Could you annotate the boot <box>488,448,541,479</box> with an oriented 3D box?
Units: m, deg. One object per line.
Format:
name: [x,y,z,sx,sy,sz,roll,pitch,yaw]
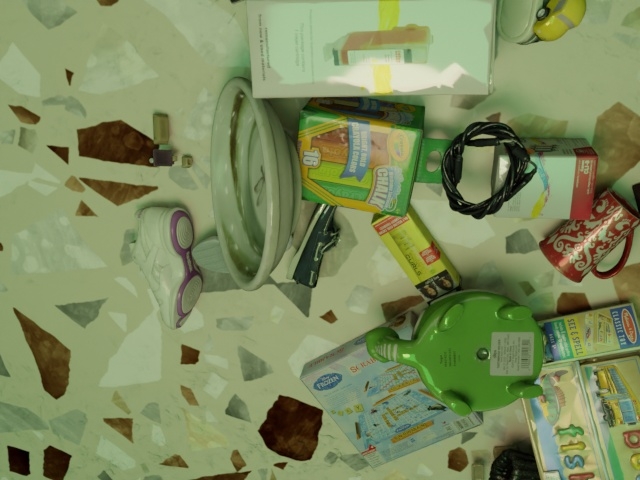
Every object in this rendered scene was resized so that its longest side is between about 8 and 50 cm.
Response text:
boot: [0.550,0.500,1.458,0.260,0.131,0.348,17,105,0]

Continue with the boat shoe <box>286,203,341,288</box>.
boat shoe: [0.000,0.000,1.383,0.079,0.095,0.255,25,118,1]

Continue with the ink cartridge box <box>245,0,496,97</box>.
ink cartridge box: [0.096,-0.349,1.100,0.384,0.279,0.161,2,114,10]

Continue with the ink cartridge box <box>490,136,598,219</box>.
ink cartridge box: [0.419,-0.120,1.223,0.176,0.128,0.127,2,115,10]

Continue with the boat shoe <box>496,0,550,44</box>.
boat shoe: [0.391,-0.497,1.091,0.099,0.116,0.320,-4,114,-35]

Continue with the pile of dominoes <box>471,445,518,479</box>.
pile of dominoes: [0.480,0.622,1.618,0.195,0.040,0.251,-5,120,7]

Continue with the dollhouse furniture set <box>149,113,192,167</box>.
dollhouse furniture set: [-0.337,-0.215,1.399,0.081,0.091,0.114,2,95,54]

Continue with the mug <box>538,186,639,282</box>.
mug: [0.544,-0.009,1.265,0.150,0.113,0.169,17,125,-35]

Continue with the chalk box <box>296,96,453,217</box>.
chalk box: [0.107,-0.166,1.237,0.288,0.179,0.180,10,116,7]

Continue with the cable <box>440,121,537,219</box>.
cable: [0.288,-0.124,1.164,0.150,0.047,0.184,48,128,6]

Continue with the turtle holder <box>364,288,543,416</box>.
turtle holder: [0.281,0.231,1.317,0.320,0.227,0.243,-29,95,-2]

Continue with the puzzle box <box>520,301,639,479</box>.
puzzle box: [0.571,0.356,1.353,0.272,0.052,0.409,-15,82,17]

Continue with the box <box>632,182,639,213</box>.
box: [0.697,-0.021,1.171,0.168,0.203,0.167,-19,109,19]

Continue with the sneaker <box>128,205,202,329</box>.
sneaker: [-0.362,0.060,1.492,0.152,0.114,0.305,9,112,22]

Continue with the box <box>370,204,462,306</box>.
box: [0.208,0.025,1.373,0.087,0.058,0.232,-29,106,23]

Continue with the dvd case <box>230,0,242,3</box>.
dvd case: [-0.043,-0.504,1.114,0.238,0.179,0.030,-13,135,17]

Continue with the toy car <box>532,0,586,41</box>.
toy car: [0.463,-0.449,1.044,0.224,0.053,0.239,-12,122,-19]

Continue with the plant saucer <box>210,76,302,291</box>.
plant saucer: [-0.118,-0.106,1.225,0.100,0.400,0.401,-5,118,-22]

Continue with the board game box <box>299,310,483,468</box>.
board game box: [0.169,0.365,1.535,0.318,0.066,0.318,-30,106,22]

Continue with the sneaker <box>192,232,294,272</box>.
sneaker: [-0.164,0.006,1.423,0.258,0.091,0.094,-10,119,25]
